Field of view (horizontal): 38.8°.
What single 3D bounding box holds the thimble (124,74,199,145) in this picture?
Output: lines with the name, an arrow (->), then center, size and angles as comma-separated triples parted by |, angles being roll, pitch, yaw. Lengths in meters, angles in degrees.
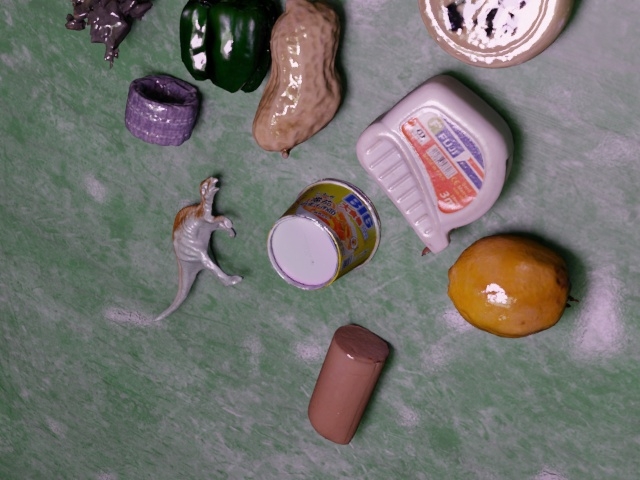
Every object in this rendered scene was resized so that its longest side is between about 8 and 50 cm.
thimble -> -0.321, -0.263, 1.840 | 0.150, 0.150, 0.097 | 26, 124, 16

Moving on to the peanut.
peanut -> -0.031, -0.298, 1.673 | 0.143, 0.159, 0.291 | 41, 123, 50

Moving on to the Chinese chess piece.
Chinese chess piece -> 0.283, -0.407, 1.469 | 0.257, 0.104, 0.257 | 11, 117, 24

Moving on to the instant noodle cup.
instant noodle cup -> 0.000, 0.000, 1.785 | 0.205, 0.153, 0.205 | 12, 119, 22

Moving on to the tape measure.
tape measure -> 0.212, -0.142, 1.621 | 0.265, 0.130, 0.258 | -36, 96, 30

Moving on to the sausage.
sausage -> 0.051, 0.308, 1.918 | 0.123, 0.123, 0.253 | 28, 122, 14

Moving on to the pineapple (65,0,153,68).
pineapple -> -0.437, -0.520, 1.758 | 0.223, 0.223, 0.357 | -5, 118, 30

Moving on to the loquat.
loquat -> 0.342, 0.080, 1.619 | 0.234, 0.176, 0.187 | 12, 76, 13

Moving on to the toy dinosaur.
toy dinosaur -> -0.263, 0.044, 1.984 | 0.205, 0.092, 0.393 | 44, 127, 4

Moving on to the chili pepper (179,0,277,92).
chili pepper -> -0.162, -0.407, 1.674 | 0.174, 0.165, 0.261 | 24, 111, 42
